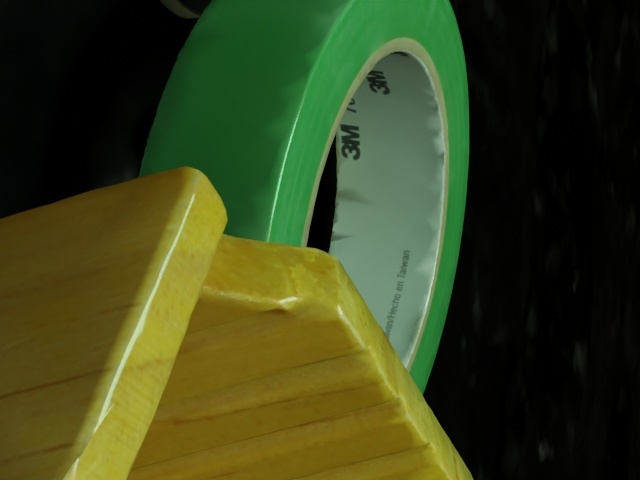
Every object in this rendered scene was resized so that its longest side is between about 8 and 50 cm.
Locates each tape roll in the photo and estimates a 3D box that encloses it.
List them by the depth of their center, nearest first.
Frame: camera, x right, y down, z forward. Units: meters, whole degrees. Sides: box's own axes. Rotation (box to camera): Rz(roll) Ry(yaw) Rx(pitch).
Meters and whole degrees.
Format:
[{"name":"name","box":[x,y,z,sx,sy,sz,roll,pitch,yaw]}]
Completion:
[{"name":"tape roll","box":[0.000,0.000,0.837,0.321,0.077,0.321,10,90,-70]}]

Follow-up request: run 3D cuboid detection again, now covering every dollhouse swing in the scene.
[{"name":"dollhouse swing","box":[-0.094,0.222,0.523,0.347,0.315,0.305,59,20,-49]}]

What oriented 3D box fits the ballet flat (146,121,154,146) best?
[{"name":"ballet flat","box":[-0.040,-0.044,0.871,0.173,0.049,0.057,5,95,-64]}]

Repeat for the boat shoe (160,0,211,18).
[{"name":"boat shoe","box":[-0.083,-0.177,0.763,0.206,0.065,0.075,36,57,-60]}]
